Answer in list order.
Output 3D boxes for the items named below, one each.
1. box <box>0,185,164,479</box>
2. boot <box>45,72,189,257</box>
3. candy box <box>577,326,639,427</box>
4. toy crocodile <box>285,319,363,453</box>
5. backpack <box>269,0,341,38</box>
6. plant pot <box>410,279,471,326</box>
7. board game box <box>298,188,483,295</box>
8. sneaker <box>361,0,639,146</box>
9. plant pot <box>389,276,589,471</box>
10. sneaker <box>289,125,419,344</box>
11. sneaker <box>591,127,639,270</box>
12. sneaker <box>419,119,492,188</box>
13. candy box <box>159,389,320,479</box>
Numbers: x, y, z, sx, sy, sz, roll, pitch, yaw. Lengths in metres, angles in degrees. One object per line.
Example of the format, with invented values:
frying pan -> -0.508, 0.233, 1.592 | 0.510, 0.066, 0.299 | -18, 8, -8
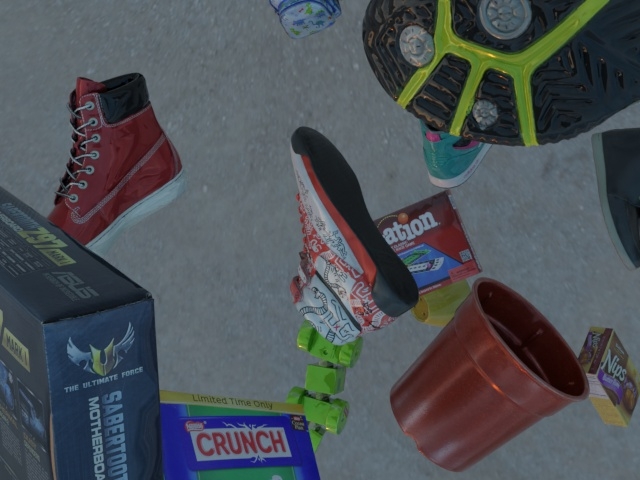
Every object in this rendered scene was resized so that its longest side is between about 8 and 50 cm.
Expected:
box -> -0.163, 0.082, 0.533 | 0.059, 0.233, 0.183 | -14, 114, -34
boot -> -0.268, -0.074, 1.040 | 0.244, 0.088, 0.176 | -43, 132, -29
candy box -> 0.558, 0.264, 1.853 | 0.053, 0.109, 0.186 | 4, 142, 42
toy crocodile -> 0.012, 0.253, 1.831 | 0.115, 0.105, 0.340 | 13, 94, 18
backpack -> -0.028, -0.385, 1.530 | 0.105, 0.084, 0.114 | -17, 146, 21
plant pot -> 0.246, 0.129, 2.047 | 0.095, 0.134, 0.134 | -16, 118, -30
board game box -> 0.111, 0.035, 1.584 | 0.281, 0.027, 0.145 | -24, 85, 23
sneaker -> 0.219, -0.162, 0.720 | 0.385, 0.147, 0.145 | 2, 115, 26
plant pot -> 0.281, 0.253, 1.696 | 0.272, 0.272, 0.265 | 35, 114, -16
sneaker -> 0.000, 0.001, 1.214 | 0.145, 0.090, 0.270 | -36, 79, 32
sneaker -> 0.465, -0.071, 1.375 | 0.118, 0.222, 0.083 | -14, 156, 24
sneaker -> 0.272, -0.261, 1.802 | 0.124, 0.295, 0.178 | 15, 149, 29
candy box -> -0.125, 0.387, 1.378 | 0.268, 0.317, 0.122 | 12, 138, -35
